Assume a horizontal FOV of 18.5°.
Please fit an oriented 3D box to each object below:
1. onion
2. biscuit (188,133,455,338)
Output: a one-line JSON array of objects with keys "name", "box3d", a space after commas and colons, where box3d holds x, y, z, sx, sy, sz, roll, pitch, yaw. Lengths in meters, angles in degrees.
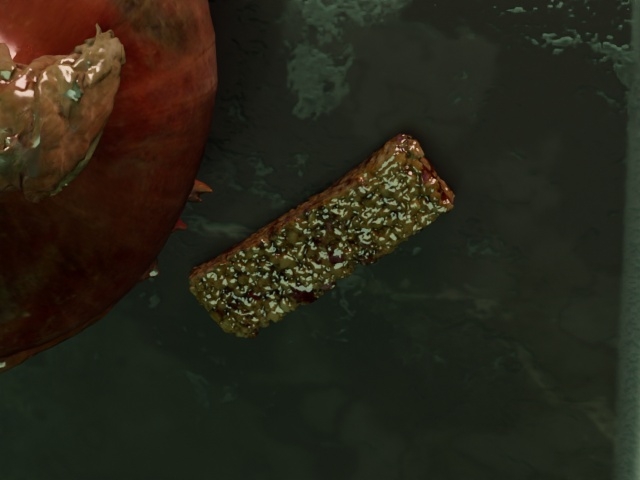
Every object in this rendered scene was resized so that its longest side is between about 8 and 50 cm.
[{"name": "onion", "box3d": [-0.224, -0.087, 1.229, 0.353, 0.353, 0.354, 5, 115, 10]}, {"name": "biscuit", "box3d": [0.000, 0.000, 1.350, 0.199, 0.034, 0.064, -32, 105, 23]}]
